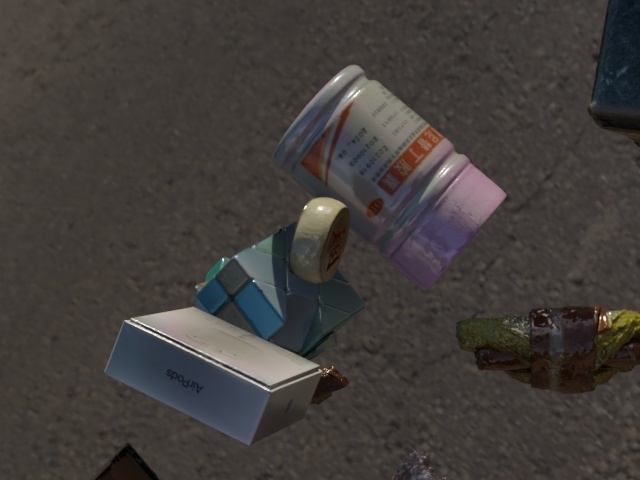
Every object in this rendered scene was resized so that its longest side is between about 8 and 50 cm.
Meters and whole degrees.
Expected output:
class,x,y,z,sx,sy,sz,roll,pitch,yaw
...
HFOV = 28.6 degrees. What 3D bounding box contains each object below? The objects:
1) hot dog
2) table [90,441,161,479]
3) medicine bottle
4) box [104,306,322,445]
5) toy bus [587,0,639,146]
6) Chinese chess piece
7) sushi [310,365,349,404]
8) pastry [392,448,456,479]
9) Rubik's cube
class,x,y,z,sx,sy,sz,roll,pitch,yaw
hot dog,0.300,0.138,1.538,0.261,0.123,0.093,-6,51,9
table,-0.215,0.343,1.021,0.282,0.196,0.250,-41,1,-2
medicine bottle,0.106,-0.096,1.920,0.202,0.316,0.202,-50,-3,-4
box,-0.081,0.103,0.998,0.130,0.129,0.051,23,98,16
toy bus,0.371,-0.246,1.185,0.162,0.194,0.323,11,93,35
Chinese chess piece,0.000,0.000,1.754,0.051,0.122,0.122,17,68,17
sushi,-0.011,0.254,2.139,0.118,0.060,0.061,-15,13,13
pastry,0.166,0.351,1.446,0.265,0.112,0.103,35,118,31
Rubik's cube,-0.082,0.106,1.989,0.265,0.224,0.213,-28,-13,-49
